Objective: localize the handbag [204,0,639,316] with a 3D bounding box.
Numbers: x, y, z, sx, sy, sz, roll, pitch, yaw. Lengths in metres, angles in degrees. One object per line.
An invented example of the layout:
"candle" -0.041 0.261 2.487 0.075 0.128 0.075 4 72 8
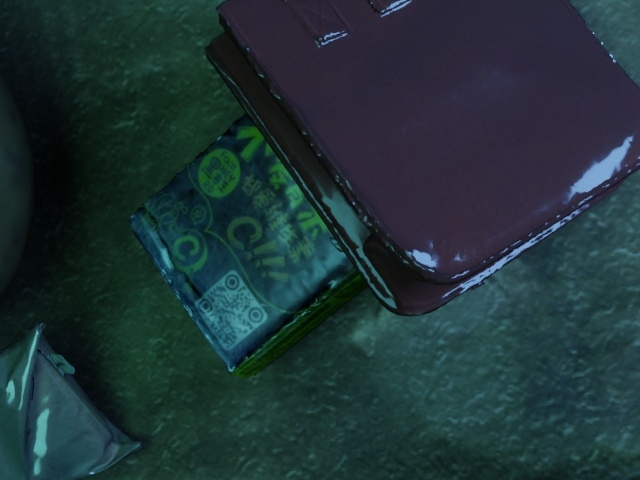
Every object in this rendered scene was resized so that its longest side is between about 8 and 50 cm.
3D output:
"handbag" 0.089 -0.113 0.861 0.260 0.084 0.276 -33 77 -20

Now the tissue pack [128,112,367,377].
"tissue pack" -0.028 -0.021 0.953 0.235 0.073 0.173 -41 76 18

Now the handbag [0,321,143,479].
"handbag" -0.319 0.178 1.076 0.270 0.117 0.183 -24 115 20

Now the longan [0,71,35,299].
"longan" -0.431 -0.064 0.999 0.404 0.336 0.405 32 135 39
